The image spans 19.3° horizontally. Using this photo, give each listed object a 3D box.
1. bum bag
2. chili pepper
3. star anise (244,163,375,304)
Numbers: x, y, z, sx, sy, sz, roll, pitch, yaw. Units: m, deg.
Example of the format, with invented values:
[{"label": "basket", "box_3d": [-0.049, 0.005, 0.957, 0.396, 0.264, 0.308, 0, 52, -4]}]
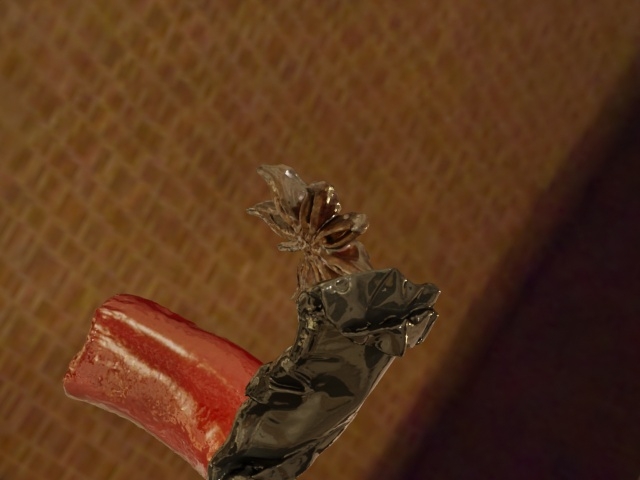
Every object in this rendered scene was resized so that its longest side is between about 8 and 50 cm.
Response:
[{"label": "bum bag", "box_3d": [0.002, 0.081, 1.038, 0.087, 0.049, 0.197, -11, 147, -36]}, {"label": "chili pepper", "box_3d": [-0.088, 0.180, 1.893, 0.134, 0.338, 0.131, -63, 167, 17]}, {"label": "star anise", "box_3d": [0.002, 0.000, 1.426, 0.042, 0.141, 0.141, -30, 134, -28]}]
